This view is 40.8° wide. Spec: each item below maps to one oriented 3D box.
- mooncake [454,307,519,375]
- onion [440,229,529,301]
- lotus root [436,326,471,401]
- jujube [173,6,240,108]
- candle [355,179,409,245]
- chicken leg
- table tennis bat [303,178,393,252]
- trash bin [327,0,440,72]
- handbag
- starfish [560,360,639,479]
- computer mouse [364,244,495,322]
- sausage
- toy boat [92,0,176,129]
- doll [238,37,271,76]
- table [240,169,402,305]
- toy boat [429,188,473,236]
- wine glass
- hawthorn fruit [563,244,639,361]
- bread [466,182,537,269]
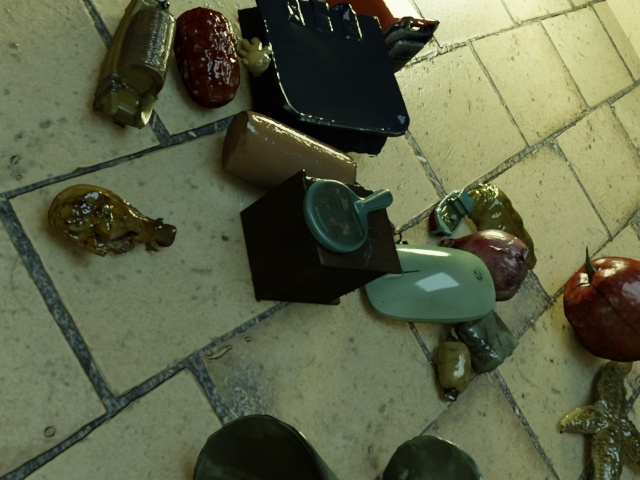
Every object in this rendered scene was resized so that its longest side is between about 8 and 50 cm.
[{"bbox_3d":[0.328,0.198,1.755,0.125,0.073,0.130,56,40,0],"label":"mooncake"},{"bbox_3d":[0.342,0.044,1.819,0.195,0.159,0.159,21,42,11],"label":"onion"},{"bbox_3d":[0.261,0.239,1.673,0.072,0.063,0.152,18,58,-26],"label":"lotus root"},{"bbox_3d":[-0.198,-0.318,1.507,0.112,0.109,0.176,-11,82,-11],"label":"jujube"},{"bbox_3d":[0.119,-0.050,1.729,0.167,0.021,0.026,50,21,-10],"label":"candle"},{"bbox_3d":[-0.291,-0.022,1.248,0.207,0.085,0.101,18,12,-46],"label":"chicken leg"},{"bbox_3d":[0.048,-0.049,1.390,0.201,0.033,0.124,-21,85,-45],"label":"table tennis bat"},{"bbox_3d":[0.127,-0.504,1.891,0.161,0.184,0.238,-10,69,-48],"label":"trash bin"},{"bbox_3d":[0.002,-0.330,1.683,0.303,0.122,0.329,3,63,-34],"label":"handbag"},{"bbox_3d":[0.704,0.452,1.989,0.432,0.082,0.324,-19,78,-51],"label":"starfish"},{"bbox_3d":[0.217,0.078,1.657,0.288,0.097,0.159,8,59,-29],"label":"computer mouse"},{"bbox_3d":[-0.063,-0.141,1.520,0.253,0.123,0.123,22,53,-36],"label":"sausage"},{"bbox_3d":[-0.288,-0.300,1.389,0.089,0.115,0.310,30,49,-28],"label":"toy boat"},{"bbox_3d":[-0.117,-0.335,1.535,0.061,0.051,0.093,-10,63,-6],"label":"doll"},{"bbox_3d":[0.000,0.000,1.465,0.193,0.169,0.172,8,62,-42],"label":"table"},{"bbox_3d":[0.284,-0.058,1.872,0.069,0.059,0.173,54,41,-7],"label":"toy boat"},{"bbox_3d":[0.048,0.387,1.234,0.406,0.267,0.267,15,58,-45],"label":"wine glass"},{"bbox_3d":[0.702,0.162,2.037,0.262,0.258,0.258,15,57,-24],"label":"hawthorn fruit"},{"bbox_3d":[0.422,-0.029,1.982,0.232,0.088,0.128,53,48,-15],"label":"bread"}]
